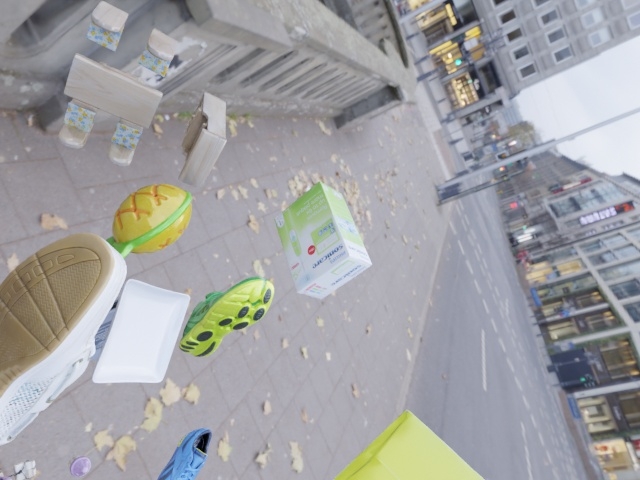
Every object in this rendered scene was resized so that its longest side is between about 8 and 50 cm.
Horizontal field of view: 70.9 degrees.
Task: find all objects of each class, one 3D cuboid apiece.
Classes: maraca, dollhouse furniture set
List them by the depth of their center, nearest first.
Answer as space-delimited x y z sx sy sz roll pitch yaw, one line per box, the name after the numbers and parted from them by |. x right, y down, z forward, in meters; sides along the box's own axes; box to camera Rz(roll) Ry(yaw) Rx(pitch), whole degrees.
-0.286 -0.023 0.722 0.186 0.127 0.099 -45 121 -23 | maraca
-0.471 -0.342 1.212 0.394 0.362 0.256 20 34 -27 | dollhouse furniture set

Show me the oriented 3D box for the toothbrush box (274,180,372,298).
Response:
0.000 0.000 1.357 0.122 0.206 0.283 22 39 -48 | toothbrush box

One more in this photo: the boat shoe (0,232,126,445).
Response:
-0.279 0.106 0.452 0.098 0.277 0.096 48 9 24 | boat shoe

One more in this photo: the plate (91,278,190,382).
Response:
-0.513 0.265 1.291 0.277 0.045 0.278 40 63 -64 | plate

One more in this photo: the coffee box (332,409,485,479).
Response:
0.163 0.638 0.908 0.338 0.334 0.337 -24 49 -38 | coffee box

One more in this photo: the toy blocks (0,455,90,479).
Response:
-0.687 0.732 1.148 0.288 0.260 0.309 -5 86 -44 | toy blocks

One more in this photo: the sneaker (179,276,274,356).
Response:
-0.222 0.152 1.006 0.109 0.295 0.123 30 36 -35 | sneaker

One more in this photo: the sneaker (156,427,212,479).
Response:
-0.311 0.526 1.029 0.069 0.082 0.209 46 34 -18 | sneaker

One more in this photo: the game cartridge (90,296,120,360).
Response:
-0.666 0.282 1.492 0.062 0.297 0.198 53 -20 38 | game cartridge

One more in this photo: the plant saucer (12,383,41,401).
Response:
-1.017 0.488 1.534 0.119 0.021 0.119 6 75 -25 | plant saucer
